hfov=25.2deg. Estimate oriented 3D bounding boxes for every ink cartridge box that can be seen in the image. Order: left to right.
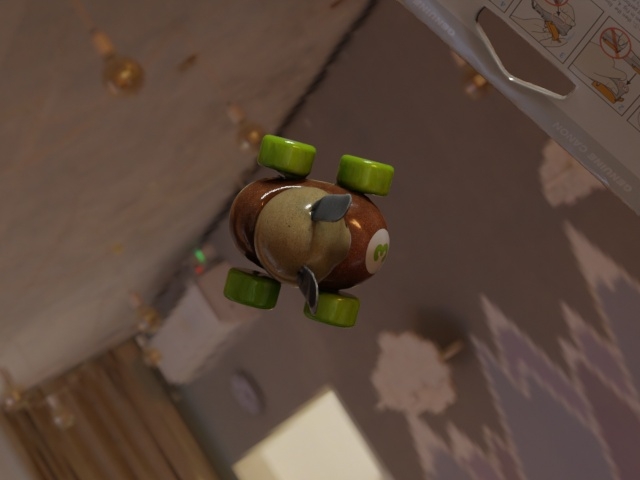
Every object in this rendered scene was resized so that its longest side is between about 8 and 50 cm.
[{"bbox_3d":[0.191,-0.193,0.963,0.066,0.296,0.261,-42,-8,-37],"label":"ink cartridge box"}]

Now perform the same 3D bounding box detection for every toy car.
[{"bbox_3d":[0.000,0.000,1.242,0.188,0.149,0.155,-144,68,-78],"label":"toy car"}]
